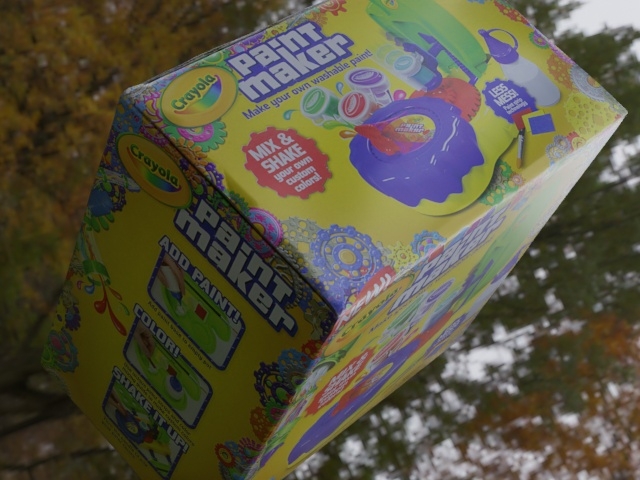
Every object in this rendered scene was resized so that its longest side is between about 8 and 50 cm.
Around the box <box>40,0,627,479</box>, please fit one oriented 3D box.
[{"bbox_3d":[0.000,0.000,0.832,0.177,0.290,0.279,45,-40,15],"label":"box"}]
